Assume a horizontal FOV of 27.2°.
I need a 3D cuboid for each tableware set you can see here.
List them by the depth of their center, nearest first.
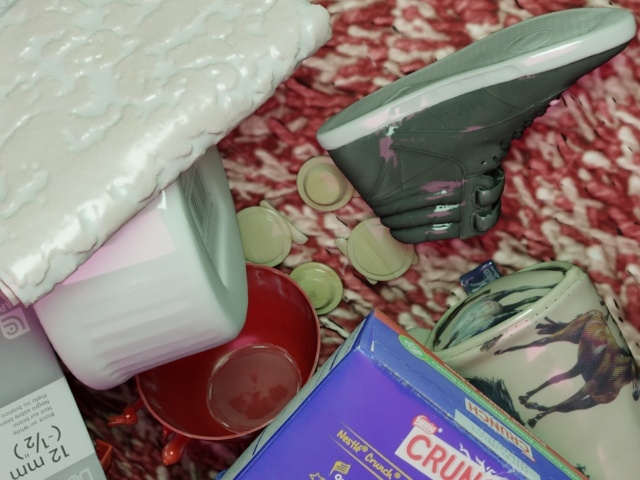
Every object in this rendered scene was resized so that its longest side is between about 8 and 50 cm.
[{"bbox_3d":[0.000,0.000,1.261,0.168,0.020,0.141,-34,102,21],"label":"tableware set"}]

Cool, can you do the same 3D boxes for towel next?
[{"bbox_3d":[-0.211,-0.143,1.049,0.317,0.332,0.053,37,160,26],"label":"towel"}]

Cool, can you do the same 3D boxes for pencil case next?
[{"bbox_3d":[0.243,0.215,1.232,0.183,0.160,0.410,-18,109,38],"label":"pencil case"}]

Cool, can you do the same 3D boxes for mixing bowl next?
[{"bbox_3d":[-0.077,0.123,1.260,0.181,0.181,0.098,-6,148,12],"label":"mixing bowl"}]

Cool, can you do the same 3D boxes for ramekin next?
[{"bbox_3d":[-0.160,-0.019,1.149,0.135,0.277,0.277,-14,109,7],"label":"ramekin"}]

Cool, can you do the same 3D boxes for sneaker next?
[{"bbox_3d":[0.155,-0.093,1.158,0.295,0.104,0.147,-22,108,23],"label":"sneaker"}]

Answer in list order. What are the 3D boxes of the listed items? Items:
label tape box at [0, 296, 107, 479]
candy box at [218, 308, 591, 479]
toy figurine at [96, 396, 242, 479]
[{"bbox_3d":[-0.289,0.190,1.212,0.115,0.249,0.348,-24,109,-23],"label":"label tape box"},{"bbox_3d":[0.043,0.261,1.123,0.268,0.122,0.317,40,108,-4],"label":"candy box"},{"bbox_3d":[-0.052,0.291,1.351,0.362,0.191,0.217,19,142,4],"label":"toy figurine"}]
